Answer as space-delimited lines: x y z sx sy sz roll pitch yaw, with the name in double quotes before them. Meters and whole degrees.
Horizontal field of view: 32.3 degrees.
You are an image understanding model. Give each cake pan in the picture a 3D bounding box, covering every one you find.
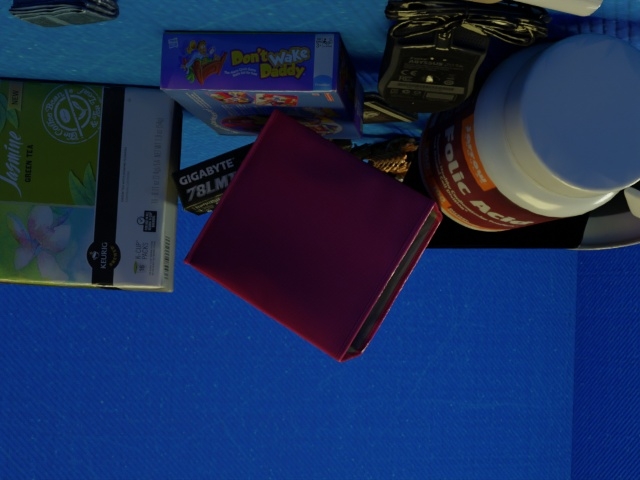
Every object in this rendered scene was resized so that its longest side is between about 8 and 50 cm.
"cake pan" 0.510 -0.064 1.937 0.293 0.054 0.293 -13 -161 4

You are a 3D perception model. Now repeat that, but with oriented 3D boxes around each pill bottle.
"pill bottle" 0.283 -0.134 1.458 0.224 0.224 0.392 4 175 -10

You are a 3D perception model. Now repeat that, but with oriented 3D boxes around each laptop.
"laptop" 0.368 -0.084 1.986 0.382 0.236 0.408 0 175 36

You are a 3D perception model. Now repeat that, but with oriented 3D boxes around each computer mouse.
"computer mouse" 0.146 -0.234 1.320 0.188 0.072 0.272 5 163 -8

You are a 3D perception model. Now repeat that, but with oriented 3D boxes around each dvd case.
"dvd case" 0.032 -0.218 1.864 0.221 0.018 0.164 1 175 31

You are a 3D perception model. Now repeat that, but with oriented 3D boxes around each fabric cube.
"fabric cube" 0.000 0.000 1.597 0.258 0.254 0.259 30 -179 10

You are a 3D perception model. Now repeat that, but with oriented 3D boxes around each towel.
"towel" -0.302 -0.271 1.307 0.119 0.029 0.067 0 176 27

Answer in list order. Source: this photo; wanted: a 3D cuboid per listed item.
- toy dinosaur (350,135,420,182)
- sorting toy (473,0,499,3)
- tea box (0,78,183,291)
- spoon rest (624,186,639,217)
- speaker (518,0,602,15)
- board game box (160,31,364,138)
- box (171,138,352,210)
"toy dinosaur" 0.132 -0.149 2.143 0.218 0.164 0.322 -22 153 15
"sorting toy" 0.081 -0.262 0.791 0.255 0.089 0.257 4 175 -22
"tea box" -0.406 -0.084 1.863 0.323 0.329 0.220 2 176 -2
"spoon rest" 0.506 -0.124 1.382 0.084 0.276 0.137 40 173 42
"speaker" 0.208 -0.253 1.057 0.136 0.055 0.055 5 175 -29
"board game box" -0.069 -0.214 1.579 0.233 0.078 0.347 2 176 7
"box" -0.097 -0.126 1.897 0.293 0.073 0.295 -22 180 -1
